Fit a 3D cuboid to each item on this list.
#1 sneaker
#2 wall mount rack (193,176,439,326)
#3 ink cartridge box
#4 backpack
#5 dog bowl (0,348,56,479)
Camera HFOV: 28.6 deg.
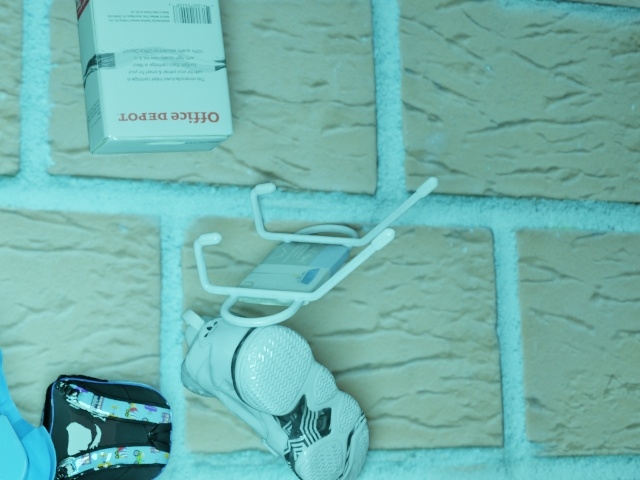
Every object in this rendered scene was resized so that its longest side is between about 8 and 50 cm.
[{"bbox_3d":[-0.071,0.229,1.847,0.137,0.210,0.366,-49,134,-21],"label":"sneaker"},{"bbox_3d":[0.000,0.000,1.793,0.350,0.304,0.130,-48,135,-58],"label":"wall mount rack"},{"bbox_3d":[-0.251,-0.270,1.873,0.197,0.114,0.273,-3,81,-23],"label":"ink cartridge box"},{"bbox_3d":[-0.299,0.270,1.753,0.173,0.117,0.158,5,78,-20],"label":"backpack"},{"bbox_3d":[-0.449,0.237,1.577,0.166,0.074,0.297,-26,70,-25],"label":"dog bowl"}]
